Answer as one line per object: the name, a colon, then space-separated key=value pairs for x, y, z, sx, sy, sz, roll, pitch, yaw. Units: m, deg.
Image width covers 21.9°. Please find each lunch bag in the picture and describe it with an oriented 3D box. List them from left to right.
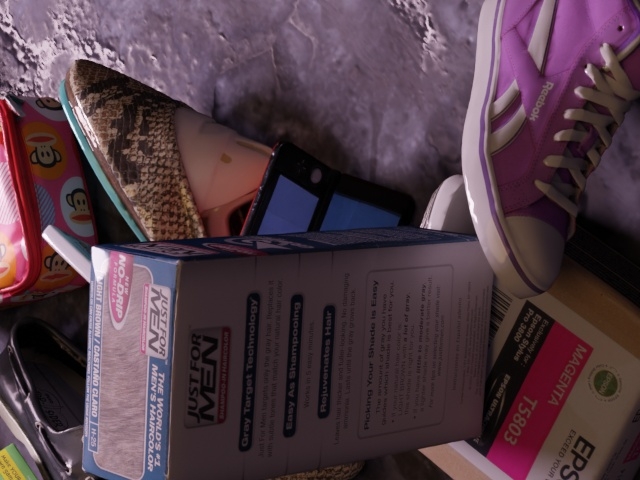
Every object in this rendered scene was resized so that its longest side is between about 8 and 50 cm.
lunch bag: x=-0.380 y=-0.048 z=1.824 sx=0.293 sy=0.120 sz=0.258 roll=-18 pitch=81 yaw=42

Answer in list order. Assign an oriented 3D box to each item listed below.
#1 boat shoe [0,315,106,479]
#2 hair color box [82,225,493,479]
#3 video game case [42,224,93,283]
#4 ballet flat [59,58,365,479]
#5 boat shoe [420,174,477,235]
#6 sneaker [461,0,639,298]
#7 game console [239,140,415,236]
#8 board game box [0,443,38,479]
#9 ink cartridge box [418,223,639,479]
boat shoe: x=-0.230 y=0.199 z=1.731 sx=0.340 sy=0.127 sz=0.113 roll=45 pitch=135 yaw=36
hair color box: x=-0.015 y=0.083 z=1.283 sx=0.105 sy=0.347 sz=0.174 roll=10 pitch=99 yaw=44
video game case: x=-0.195 y=0.052 z=1.673 sx=0.157 sy=0.143 sz=0.019 roll=40 pitch=93 yaw=27
ballet flat: x=-0.080 y=0.023 z=1.584 sx=0.182 sy=0.164 sz=0.483 roll=-23 pitch=87 yaw=17
boat shoe: x=0.089 y=0.040 z=1.476 sx=0.070 sy=0.077 sz=0.219 roll=25 pitch=114 yaw=33
sneaker: x=0.202 y=-0.098 z=1.297 sx=0.161 sy=0.102 sz=0.282 roll=-12 pitch=63 yaw=33
game console: x=0.000 y=0.000 z=1.486 sx=0.085 sy=0.124 sz=0.144 roll=13 pitch=78 yaw=40
board game box: x=-0.245 y=0.382 z=1.746 sx=0.317 sy=0.046 sz=0.213 roll=51 pitch=162 yaw=21
ink cartridge box: x=0.193 y=0.117 z=1.398 sx=0.193 sy=0.088 sz=0.235 roll=37 pitch=118 yaw=30
